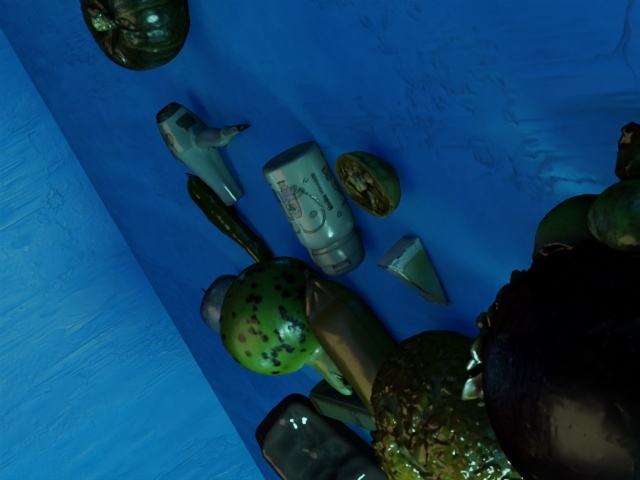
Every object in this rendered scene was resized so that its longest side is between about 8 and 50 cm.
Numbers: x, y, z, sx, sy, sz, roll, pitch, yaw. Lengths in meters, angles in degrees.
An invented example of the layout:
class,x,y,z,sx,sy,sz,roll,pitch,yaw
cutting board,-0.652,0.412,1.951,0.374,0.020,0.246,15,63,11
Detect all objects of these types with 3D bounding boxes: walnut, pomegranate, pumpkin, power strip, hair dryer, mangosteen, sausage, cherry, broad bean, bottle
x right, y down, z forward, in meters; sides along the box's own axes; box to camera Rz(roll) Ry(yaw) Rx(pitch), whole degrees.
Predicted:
class,x,y,z,sx,sy,sz,roll,pitch,yaw
walnut,0.074,-0.084,1.322,0.121,0.052,0.091,38,152,37
pomegranate,-0.043,0.148,1.806,0.286,0.230,0.231,12,153,2
pumpkin,-0.316,-0.390,1.615,0.224,0.157,0.223,35,143,31
power strip,0.068,0.316,1.913,0.066,0.092,0.387,60,160,-8
hair dryer,-0.184,-0.148,1.831,0.267,0.092,0.229,21,149,44
mangosteen,0.278,0.099,0.796,0.311,0.311,0.311,47,159,25
sausage,0.068,0.187,1.685,0.328,0.112,0.112,54,161,8
cherry,-0.202,0.157,2.244,0.176,0.140,0.176,29,164,9
broad bean,-0.191,-0.031,2.038,0.318,0.056,0.098,49,159,13
bottle,-0.003,-0.045,1.510,0.209,0.097,0.110,62,-168,-17

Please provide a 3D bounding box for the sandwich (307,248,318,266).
class,x,y,z,sx,sy,sz,roll,pitch,yaw
sandwich,0.000,0.000,1.658,0.104,0.036,0.093,62,161,-10

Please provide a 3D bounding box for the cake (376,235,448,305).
class,x,y,z,sx,sy,sz,roll,pitch,yaw
cake,0.148,0.049,1.397,0.121,0.065,0.052,39,168,-24

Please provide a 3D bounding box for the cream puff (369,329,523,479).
class,x,y,z,sx,sy,sz,roll,pitch,yaw
cream puff,0.185,0.274,1.391,0.303,0.212,0.303,44,152,31

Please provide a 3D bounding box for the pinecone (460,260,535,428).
class,x,y,z,sx,sy,sz,roll,pitch,yaw
pinecone,0.253,0.125,1.027,0.208,0.208,0.207,47,159,25

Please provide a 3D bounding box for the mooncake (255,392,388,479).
class,x,y,z,sx,sy,sz,roll,pitch,yaw
mooncake,0.015,0.483,2.057,0.326,0.174,0.334,41,180,-4
